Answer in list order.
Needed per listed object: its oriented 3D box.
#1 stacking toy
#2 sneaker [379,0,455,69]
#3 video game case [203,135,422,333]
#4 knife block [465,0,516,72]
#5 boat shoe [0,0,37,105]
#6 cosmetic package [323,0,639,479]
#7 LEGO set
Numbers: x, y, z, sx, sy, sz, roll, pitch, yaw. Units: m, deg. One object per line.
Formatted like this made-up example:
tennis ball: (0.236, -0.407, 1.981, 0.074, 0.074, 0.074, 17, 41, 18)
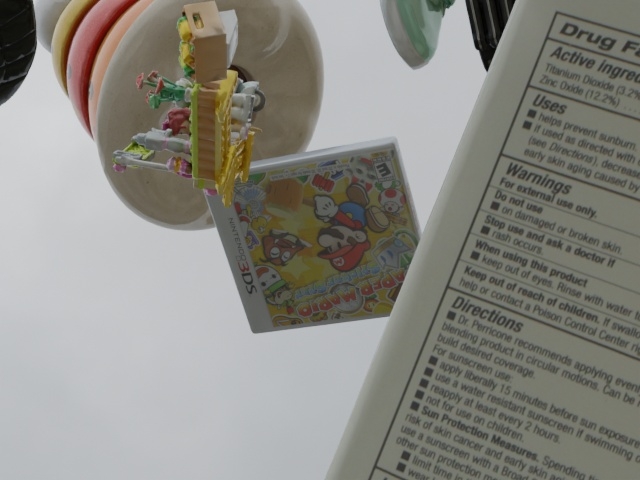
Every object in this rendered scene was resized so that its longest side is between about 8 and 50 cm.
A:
stacking toy: (-0.259, -0.249, 1.577, 0.351, 0.480, 0.350, -23, -53, -34)
sneaker: (0.151, -0.312, 1.214, 0.151, 0.255, 0.094, -4, -21, 30)
video game case: (0.000, 0.000, 1.250, 0.227, 0.026, 0.206, -9, -66, 18)
knife block: (0.158, -0.283, 0.940, 0.088, 0.275, 0.242, -8, -23, 19)
boat shoe: (-0.316, -0.248, 1.009, 0.123, 0.120, 0.324, -1, -36, -24)
cosmetic package: (0.101, 0.073, 0.429, 0.160, 0.113, 0.309, 22, -94, 18)
LEGO set: (-0.117, -0.103, 0.917, 0.107, 0.287, 0.132, 10, -94, 4)
